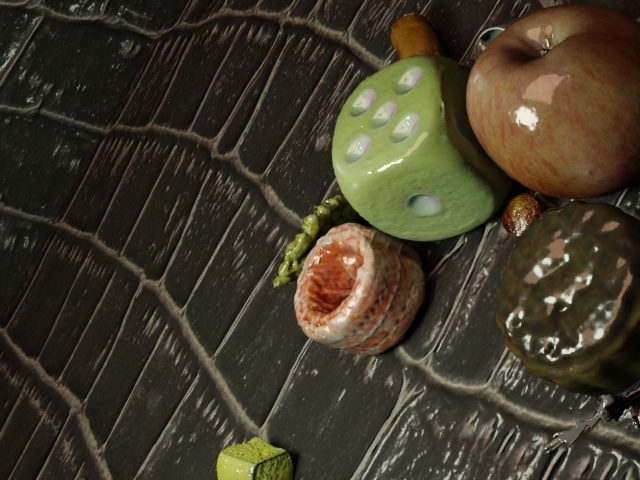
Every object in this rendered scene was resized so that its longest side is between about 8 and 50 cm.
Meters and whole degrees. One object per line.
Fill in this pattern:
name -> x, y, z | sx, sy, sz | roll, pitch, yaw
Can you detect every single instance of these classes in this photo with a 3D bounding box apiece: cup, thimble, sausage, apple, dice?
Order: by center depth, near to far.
apple -> 0.392, -0.229, 1.566 | 0.345, 0.269, 0.345 | -30, 46, 37
dice -> 0.190, -0.162, 1.780 | 0.254, 0.252, 0.250 | -22, 49, 37
cup -> 0.357, -0.331, 1.788 | 0.099, 0.133, 0.136 | -2, 110, 43
thimble -> 0.075, 0.091, 1.854 | 0.239, 0.162, 0.239 | -33, 43, 38
sausage -> 0.209, -0.352, 2.016 | 0.109, 0.109, 0.270 | -35, 44, 33

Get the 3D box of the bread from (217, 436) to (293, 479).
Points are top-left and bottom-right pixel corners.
bread -> -0.126, 0.449, 1.914 | 0.114, 0.129, 0.111 | 0, 105, 46

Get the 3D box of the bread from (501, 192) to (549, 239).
bread -> 0.348, -0.040, 1.685 | 0.085, 0.053, 0.085 | -29, 48, 38

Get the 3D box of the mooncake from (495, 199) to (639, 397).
mooncake -> 0.398, 0.086, 1.456 | 0.290, 0.161, 0.290 | -29, 50, 40

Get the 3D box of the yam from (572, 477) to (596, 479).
yam -> 0.415, 0.353, 1.377 | 0.145, 0.032, 0.032 | -5, 65, 51

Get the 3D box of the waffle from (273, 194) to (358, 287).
waffle -> 0.002, 0.001, 1.979 | 0.054, 0.223, 0.204 | 33, 112, 19

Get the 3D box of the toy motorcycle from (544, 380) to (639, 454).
toy motorcycle -> 0.487, 0.210, 1.293 | 0.401, 0.134, 0.207 | -39, 42, 27
